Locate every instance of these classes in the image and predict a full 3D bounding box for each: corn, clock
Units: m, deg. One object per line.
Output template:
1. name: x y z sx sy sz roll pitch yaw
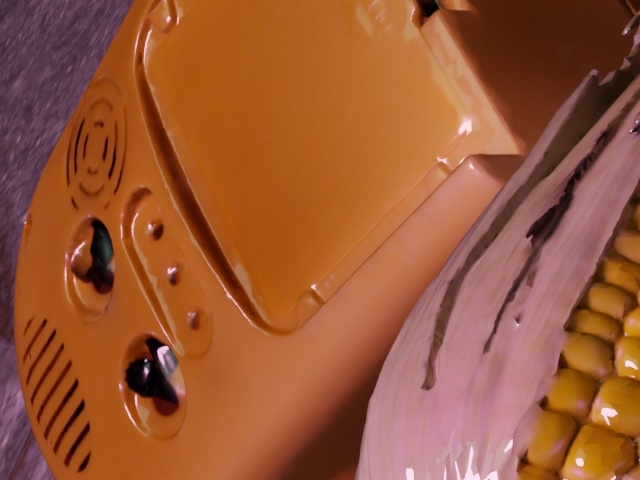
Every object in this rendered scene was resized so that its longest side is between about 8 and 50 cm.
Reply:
1. corn: 0.116 0.010 0.570 0.305 0.123 0.122 -46 -34 -43
2. clock: 0.000 0.000 0.792 0.317 0.200 0.244 -47 53 33
